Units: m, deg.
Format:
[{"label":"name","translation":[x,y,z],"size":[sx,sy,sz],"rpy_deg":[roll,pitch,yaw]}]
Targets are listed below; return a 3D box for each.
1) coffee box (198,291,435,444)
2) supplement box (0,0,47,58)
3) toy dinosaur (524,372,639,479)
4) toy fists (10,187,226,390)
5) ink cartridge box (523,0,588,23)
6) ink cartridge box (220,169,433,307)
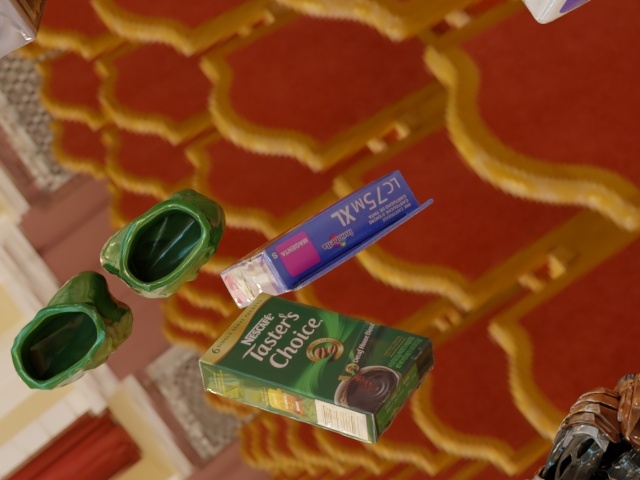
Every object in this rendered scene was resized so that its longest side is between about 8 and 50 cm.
[{"label":"coffee box","translation":[-0.005,0.111,1.327],"size":[0.184,0.113,0.040],"rpy_deg":[15,132,29]},{"label":"supplement box","translation":[-0.303,-0.258,1.312],"size":[0.130,0.073,0.239],"rpy_deg":[57,-167,-27]},{"label":"toy dinosaur","translation":[0.185,0.167,0.964],"size":[0.164,0.218,0.322],"rpy_deg":[9,147,19]},{"label":"toy fists","translation":[-0.214,0.051,1.569],"size":[0.096,0.279,0.142],"rpy_deg":[46,-179,6]},{"label":"ink cartridge box","translation":[0.256,-0.258,0.748],"size":[0.072,0.303,0.307],"rpy_deg":[58,165,11]},{"label":"ink cartridge box","translation":[0.000,0.000,1.704],"size":[0.065,0.185,0.311],"rpy_deg":[60,164,-4]}]
